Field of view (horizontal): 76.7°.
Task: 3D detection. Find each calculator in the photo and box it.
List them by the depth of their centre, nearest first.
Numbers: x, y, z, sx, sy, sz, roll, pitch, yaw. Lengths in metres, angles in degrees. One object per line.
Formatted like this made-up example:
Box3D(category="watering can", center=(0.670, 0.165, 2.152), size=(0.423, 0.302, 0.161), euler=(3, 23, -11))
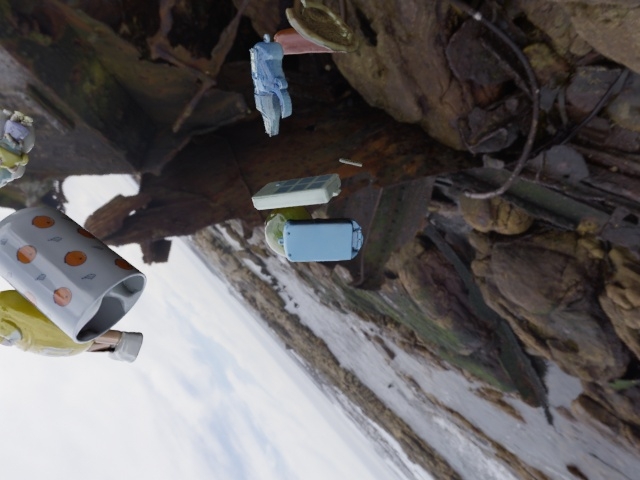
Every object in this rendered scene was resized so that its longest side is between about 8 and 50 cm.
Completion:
Box3D(category="calculator", center=(0.000, 0.000, 1.403), size=(0.051, 0.294, 0.172), euler=(-94, 3, -56))

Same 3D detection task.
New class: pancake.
Box3D(category="pancake", center=(0.011, -0.583, 1.106), size=(0.212, 0.235, 0.029), euler=(28, 136, -11))

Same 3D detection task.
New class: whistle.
Box3D(category="whistle", center=(-0.143, -0.431, 1.138), size=(0.180, 0.093, 0.268), euler=(40, 142, 44))

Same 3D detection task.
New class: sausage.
Box3D(category="sausage", center=(-0.030, -0.722, 1.465), size=(0.301, 0.083, 0.089), euler=(2, 127, 12))

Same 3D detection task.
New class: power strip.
Box3D(category="power strip", center=(-0.071, -0.141, 1.165), size=(0.271, 0.118, 0.046), euler=(-3, 122, 28))

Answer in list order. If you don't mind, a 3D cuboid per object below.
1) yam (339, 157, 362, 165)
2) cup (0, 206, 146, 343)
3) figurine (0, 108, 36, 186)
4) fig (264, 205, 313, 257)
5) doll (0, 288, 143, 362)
Box3D(category="yam", center=(0.149, -0.384, 1.982), size=(0.116, 0.021, 0.021), euler=(11, 171, -11))
Box3D(category="cup", center=(-0.626, 0.068, 0.995), size=(0.317, 0.212, 0.212), euler=(38, 165, 5))
Box3D(category="figurine", center=(-0.782, -0.191, 0.976), size=(0.156, 0.235, 0.127), euler=(4, 165, 19))
Box3D(category="fig", center=(-0.120, -0.026, 1.573), size=(0.207, 0.208, 0.229), euler=(100, 166, -72))
Box3D(category="doll", center=(-0.737, 0.271, 1.180), size=(0.424, 0.161, 0.348), euler=(8, 141, -10))
